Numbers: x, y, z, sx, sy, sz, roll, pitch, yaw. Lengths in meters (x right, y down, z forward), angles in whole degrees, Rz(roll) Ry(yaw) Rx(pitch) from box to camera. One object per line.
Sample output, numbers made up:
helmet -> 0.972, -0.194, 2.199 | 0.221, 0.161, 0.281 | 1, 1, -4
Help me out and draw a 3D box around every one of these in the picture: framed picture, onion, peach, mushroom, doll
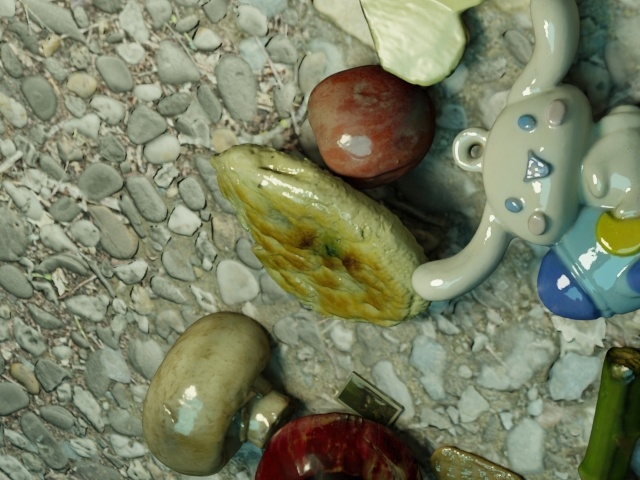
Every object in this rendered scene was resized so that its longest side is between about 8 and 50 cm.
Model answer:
framed picture -> 0.068, 0.233, 1.782 | 0.089, 0.006, 0.066 | 36, 129, 5
onion -> 0.026, 0.361, 1.765 | 0.247, 0.190, 0.246 | 6, 133, 6
peach -> 0.069, -0.138, 1.493 | 0.152, 0.152, 0.152 | 13, 123, 21
mushroom -> -0.158, 0.247, 1.796 | 0.195, 0.189, 0.253 | 29, 131, 13
doll -> 0.315, -0.046, 1.371 | 0.366, 0.187, 0.376 | 24, 126, 13

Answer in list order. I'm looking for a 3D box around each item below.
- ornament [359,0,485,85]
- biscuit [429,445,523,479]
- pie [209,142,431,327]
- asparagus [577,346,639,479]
ornament -> 0.107, -0.293, 1.421 | 0.180, 0.059, 0.201 | 31, 125, 10
biscuit -> 0.223, 0.335, 1.754 | 0.147, 0.018, 0.071 | 21, 125, 14
pie -> 0.000, 0.000, 1.567 | 0.338, 0.075, 0.337 | 29, 157, 14
asparagus -> 0.376, 0.256, 1.602 | 0.067, 0.060, 0.277 | 15, 125, 16
